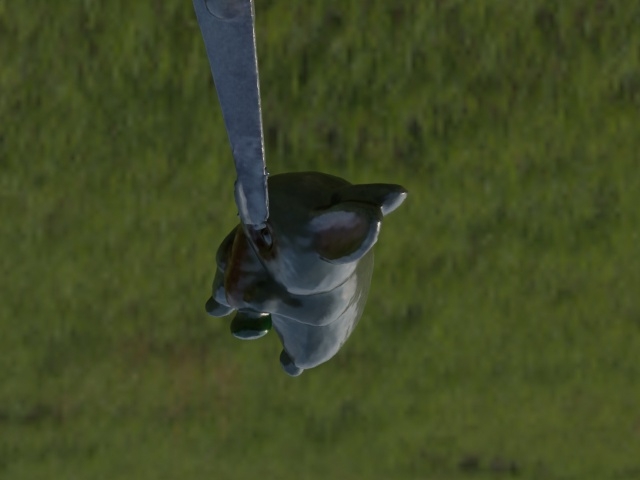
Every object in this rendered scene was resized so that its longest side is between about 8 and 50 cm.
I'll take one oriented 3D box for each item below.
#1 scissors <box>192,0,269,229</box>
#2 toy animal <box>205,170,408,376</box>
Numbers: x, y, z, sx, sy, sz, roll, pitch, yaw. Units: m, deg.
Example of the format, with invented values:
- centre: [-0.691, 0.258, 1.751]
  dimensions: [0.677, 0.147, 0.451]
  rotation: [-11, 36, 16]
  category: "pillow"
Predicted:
- centre: [-0.054, -0.148, 0.866]
  dimensions: [0.191, 0.029, 0.360]
  rotation: [2, 127, 11]
  category: "scissors"
- centre: [-0.009, -0.003, 1.136]
  dimensions: [0.108, 0.138, 0.236]
  rotation: [32, 149, 8]
  category: "toy animal"
